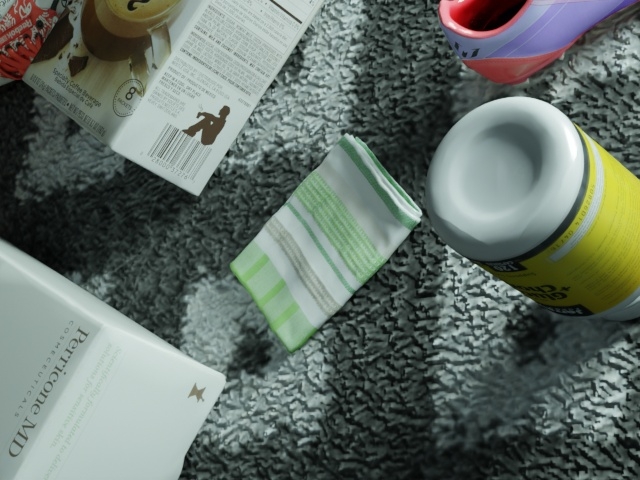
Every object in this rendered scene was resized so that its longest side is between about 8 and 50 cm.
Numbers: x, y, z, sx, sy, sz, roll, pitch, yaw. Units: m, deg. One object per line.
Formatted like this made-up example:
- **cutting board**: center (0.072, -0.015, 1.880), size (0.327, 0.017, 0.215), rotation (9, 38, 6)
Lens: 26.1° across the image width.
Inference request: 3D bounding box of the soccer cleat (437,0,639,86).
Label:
- **soccer cleat**: center (0.196, -0.204, 0.977), size (0.248, 0.095, 0.083), rotation (-37, 52, 20)

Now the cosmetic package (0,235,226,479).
- **cosmetic package**: center (-0.277, 0.109, 1.170), size (0.365, 0.155, 0.197), rotation (24, 84, 43)

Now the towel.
- **towel**: center (0.000, 0.000, 1.088), size (0.152, 0.023, 0.113), rotation (-47, 49, 12)

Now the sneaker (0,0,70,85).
- **sneaker**: center (-0.268, -0.198, 1.340), size (0.270, 0.090, 0.145), rotation (-36, 50, 17)

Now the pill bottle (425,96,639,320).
- **pill bottle**: center (0.153, -0.010, 0.864), size (0.103, 0.184, 0.103), rotation (-16, 61, 32)

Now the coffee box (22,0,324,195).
- **coffee box**: center (-0.106, -0.214, 1.201), size (0.168, 0.119, 0.297), rotation (35, 94, 43)
